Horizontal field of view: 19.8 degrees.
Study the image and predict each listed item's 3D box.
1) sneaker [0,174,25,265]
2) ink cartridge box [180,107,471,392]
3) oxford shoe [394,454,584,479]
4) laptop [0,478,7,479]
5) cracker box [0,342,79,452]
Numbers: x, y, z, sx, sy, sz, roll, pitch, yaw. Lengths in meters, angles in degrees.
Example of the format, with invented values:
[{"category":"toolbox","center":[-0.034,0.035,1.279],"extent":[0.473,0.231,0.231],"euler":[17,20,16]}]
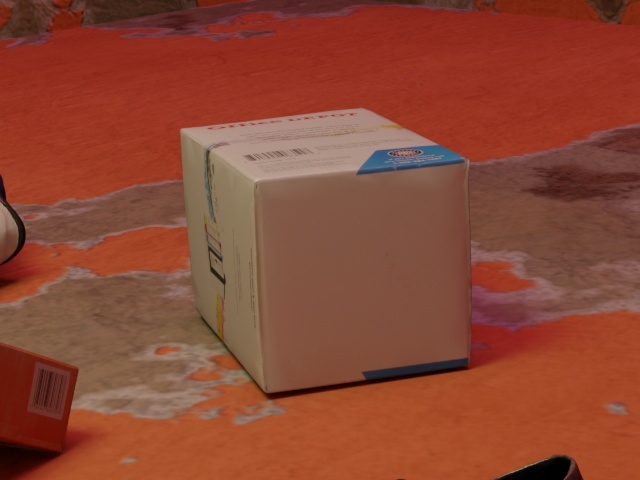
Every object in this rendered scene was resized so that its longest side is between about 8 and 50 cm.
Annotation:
[{"category":"sneaker","center":[-0.401,-0.018,1.738],"extent":[0.315,0.127,0.182],"euler":[14,18,31]},{"category":"ink cartridge box","center":[0.000,0.000,1.459],"extent":[0.171,0.168,0.233],"euler":[-7,15,-16]},{"category":"oxford shoe","center":[0.019,0.172,0.947],"extent":[0.271,0.098,0.097],"euler":[-10,17,-24]},{"category":"laptop","center":[-0.075,0.123,0.667],"extent":[0.382,0.236,0.408],"euler":[12,24,-3]},{"category":"cracker box","center":[-0.308,0.091,1.264],"extent":[0.232,0.067,0.156],"euler":[4,-12,27]}]
